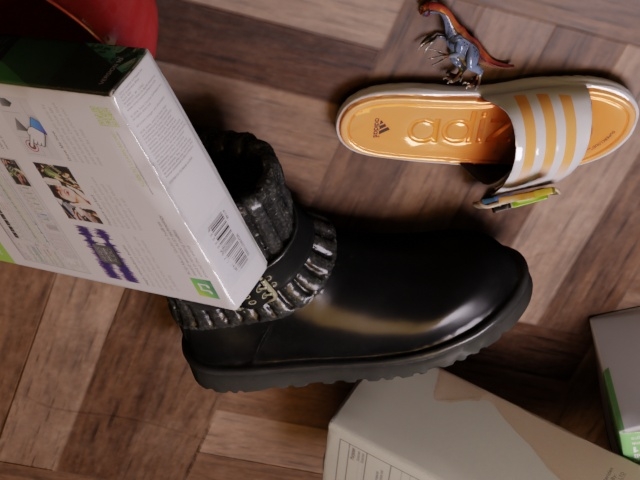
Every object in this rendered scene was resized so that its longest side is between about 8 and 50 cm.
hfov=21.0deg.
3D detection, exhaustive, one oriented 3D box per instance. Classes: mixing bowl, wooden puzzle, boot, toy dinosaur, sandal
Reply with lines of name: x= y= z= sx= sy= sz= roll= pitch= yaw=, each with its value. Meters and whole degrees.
mixing bowl: x=-0.195 y=-0.176 z=1.341 sx=0.181 sy=0.098 sz=0.181 roll=24 pitch=154 yaw=12
wooden puzzle: x=0.173 y=-0.035 z=1.525 sx=0.079 sy=0.116 sz=0.014 roll=-11 pitch=91 yaw=7
boot: x=-0.001 y=0.003 z=1.521 sx=0.348 sy=0.131 sz=0.260 roll=-13 pitch=132 yaw=7
toy dinosaur: x=0.114 y=-0.170 z=1.453 sx=0.090 sy=0.047 sz=0.082 roll=-28 pitch=128 yaw=-26
sandal: x=0.147 y=-0.081 z=1.495 sx=0.265 sy=0.076 sz=0.102 roll=-2 pitch=134 yaw=-5

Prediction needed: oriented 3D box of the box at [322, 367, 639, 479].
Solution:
box: x=0.162 y=0.240 z=1.648 sx=0.311 sy=0.121 sz=0.148 roll=27 pitch=143 yaw=16

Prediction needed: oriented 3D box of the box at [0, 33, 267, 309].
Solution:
box: x=-0.218 y=-0.063 z=1.373 sx=0.322 sy=0.058 sz=0.232 roll=9 pitch=141 yaw=35

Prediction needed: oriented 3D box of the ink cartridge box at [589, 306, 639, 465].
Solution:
ink cartridge box: x=0.334 y=0.196 z=1.709 sx=0.093 sy=0.160 sz=0.219 roll=-11 pitch=131 yaw=5
